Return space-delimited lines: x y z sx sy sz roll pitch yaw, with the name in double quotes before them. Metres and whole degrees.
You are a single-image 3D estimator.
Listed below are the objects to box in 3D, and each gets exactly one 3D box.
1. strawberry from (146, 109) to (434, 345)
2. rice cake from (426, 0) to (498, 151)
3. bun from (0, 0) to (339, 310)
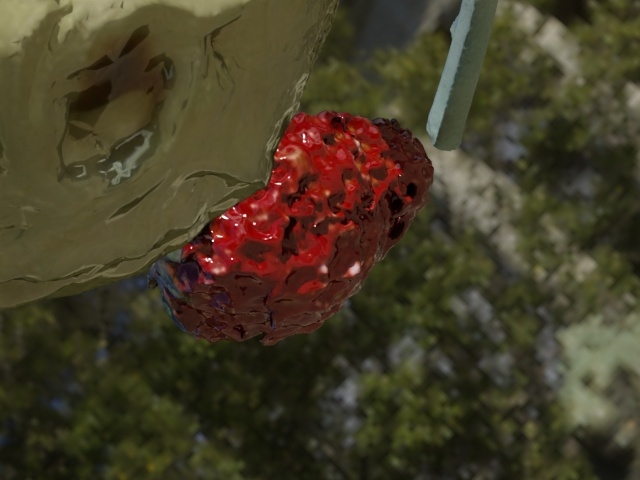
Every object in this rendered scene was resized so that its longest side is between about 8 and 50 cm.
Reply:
"strawberry" 0.000 0.000 1.354 0.237 0.111 0.190 -21 -38 -30
"rice cake" 0.128 -0.162 1.712 0.030 0.042 0.180 -1 -52 -19
"bun" -0.139 -0.109 0.974 0.364 0.202 0.364 -20 -47 -23
